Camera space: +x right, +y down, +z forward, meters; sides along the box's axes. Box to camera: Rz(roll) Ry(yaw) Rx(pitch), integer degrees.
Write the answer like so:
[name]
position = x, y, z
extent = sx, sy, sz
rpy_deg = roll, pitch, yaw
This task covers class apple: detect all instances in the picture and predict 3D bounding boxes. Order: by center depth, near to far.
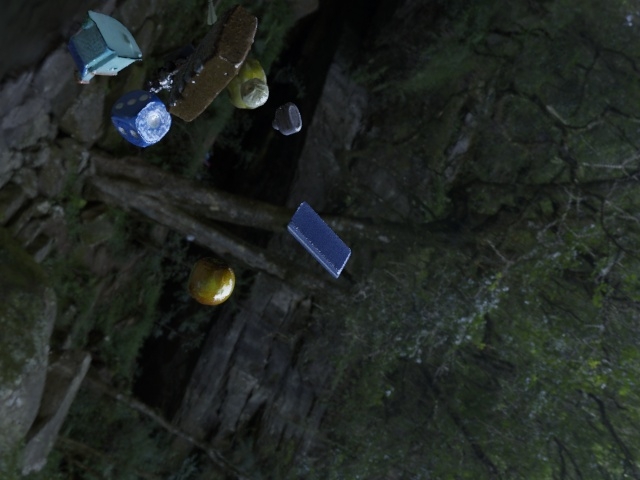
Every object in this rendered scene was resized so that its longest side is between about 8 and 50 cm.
[apple]
position = -0.358, 0.130, 1.841
extent = 0.163, 0.146, 0.147
rpy_deg = -103, -148, -63

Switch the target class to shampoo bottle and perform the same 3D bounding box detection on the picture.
[shampoo bottle]
position = -0.099, -0.335, 1.548
extent = 0.040, 0.080, 0.165
rpy_deg = -22, -168, -19

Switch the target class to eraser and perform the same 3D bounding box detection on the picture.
[eraser]
position = 0.000, 0.000, 1.434
extent = 0.036, 0.225, 0.082
rpy_deg = -8, -137, 51

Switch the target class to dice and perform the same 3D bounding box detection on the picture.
[dice]
position = -0.605, -0.411, 1.872
extent = 0.146, 0.143, 0.146
rpy_deg = 19, -119, 27

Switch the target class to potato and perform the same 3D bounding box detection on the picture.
[potato]
position = -0.281, -0.595, 2.099
extent = 0.200, 0.154, 0.137
rpy_deg = 107, -20, -45

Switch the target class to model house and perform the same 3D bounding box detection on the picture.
[model house]
position = -0.519, -0.432, 1.286
extent = 0.148, 0.120, 0.148
rpy_deg = -30, -175, 17

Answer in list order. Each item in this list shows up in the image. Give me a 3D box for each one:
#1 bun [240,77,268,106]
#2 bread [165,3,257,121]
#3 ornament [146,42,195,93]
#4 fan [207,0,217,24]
[bun]
position = -0.191, -0.425, 1.587
extent = 0.086, 0.086, 0.055
rpy_deg = -56, 174, 4
[bread]
position = -0.313, -0.481, 1.550
extent = 0.416, 0.113, 0.165
rpy_deg = -18, -128, 57
[ornament]
position = -0.490, -0.518, 1.822
extent = 0.166, 0.153, 0.196
rpy_deg = -10, -149, 38
[fan]
position = -0.384, -0.884, 1.868
extent = 0.232, 0.012, 0.415
rpy_deg = -16, -114, 1
